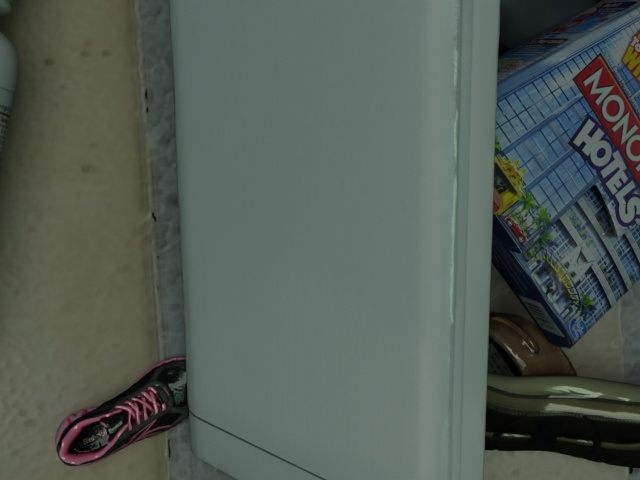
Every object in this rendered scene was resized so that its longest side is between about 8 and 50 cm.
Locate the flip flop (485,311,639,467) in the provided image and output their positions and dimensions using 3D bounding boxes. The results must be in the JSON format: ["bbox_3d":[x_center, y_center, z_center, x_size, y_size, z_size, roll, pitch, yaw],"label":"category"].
[{"bbox_3d":[0.137,0.092,0.835,0.277,0.112,0.080,8,64,2],"label":"flip flop"}]

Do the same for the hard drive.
[{"bbox_3d":[0.000,0.000,0.734,0.047,0.233,0.353,-17,114,-42],"label":"hard drive"}]

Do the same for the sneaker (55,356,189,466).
[{"bbox_3d":[-0.131,0.122,0.850,0.119,0.057,0.047,-32,88,-2],"label":"sneaker"}]

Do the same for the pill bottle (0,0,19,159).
[{"bbox_3d":[-0.287,-0.072,0.797,0.160,0.160,0.283,12,89,0],"label":"pill bottle"}]

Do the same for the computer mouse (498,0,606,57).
[{"bbox_3d":[0.167,-0.167,0.806,0.272,0.072,0.188,22,91,-18],"label":"computer mouse"}]

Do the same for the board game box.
[{"bbox_3d":[0.174,-0.062,0.762,0.194,0.060,0.194,-43,112,-11],"label":"board game box"}]
